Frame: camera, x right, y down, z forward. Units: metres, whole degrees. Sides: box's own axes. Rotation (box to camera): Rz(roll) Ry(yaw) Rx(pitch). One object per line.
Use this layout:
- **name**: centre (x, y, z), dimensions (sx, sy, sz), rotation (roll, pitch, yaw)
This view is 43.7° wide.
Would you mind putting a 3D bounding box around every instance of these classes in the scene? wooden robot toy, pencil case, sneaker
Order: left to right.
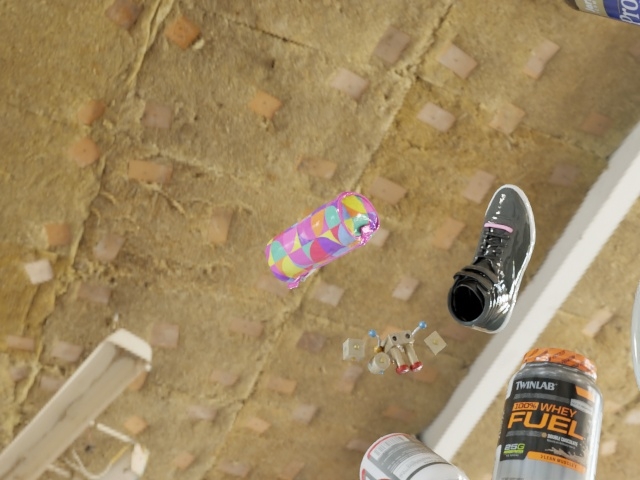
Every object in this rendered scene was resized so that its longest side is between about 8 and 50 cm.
- **pencil case**: centre (0.000, 0.000, 1.433), dimensions (0.104, 0.104, 0.236), rotation (27, -38, -25)
- **wooden robot toy**: centre (0.113, 0.186, 1.288), dimensions (0.173, 0.076, 0.079), rotation (-6, -23, -23)
- **sneaker**: centre (0.323, 0.038, 1.511), dimensions (0.147, 0.105, 0.295), rotation (1, -79, -56)

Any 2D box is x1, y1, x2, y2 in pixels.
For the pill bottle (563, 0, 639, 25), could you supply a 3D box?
- **pill bottle**: centre (0.281, -0.248, 0.685), dimensions (0.123, 0.219, 0.122), rotation (-30, -46, -37)

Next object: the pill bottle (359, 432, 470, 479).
- **pill bottle**: centre (0.203, 0.498, 1.566), dimensions (0.161, 0.283, 0.161), rotation (-2, -83, -20)

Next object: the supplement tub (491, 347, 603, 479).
- **supplement tub**: centre (0.492, 0.417, 1.716), dimensions (0.207, 0.338, 0.207), rotation (13, -30, 8)

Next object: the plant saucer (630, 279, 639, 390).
- **plant saucer**: centre (0.695, 0.156, 1.406), dimensions (0.101, 0.400, 0.400), rotation (7, -59, -9)

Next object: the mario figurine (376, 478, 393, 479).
- **mario figurine**: centre (0.024, 0.461, 1.048), dimensions (0.170, 0.320, 0.198), rotation (26, -27, 11)
